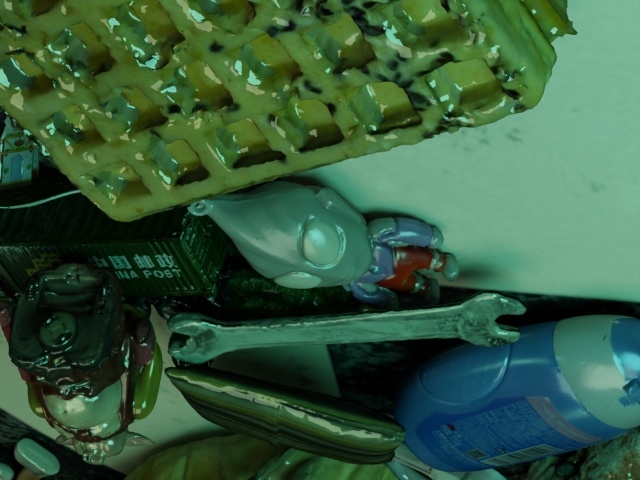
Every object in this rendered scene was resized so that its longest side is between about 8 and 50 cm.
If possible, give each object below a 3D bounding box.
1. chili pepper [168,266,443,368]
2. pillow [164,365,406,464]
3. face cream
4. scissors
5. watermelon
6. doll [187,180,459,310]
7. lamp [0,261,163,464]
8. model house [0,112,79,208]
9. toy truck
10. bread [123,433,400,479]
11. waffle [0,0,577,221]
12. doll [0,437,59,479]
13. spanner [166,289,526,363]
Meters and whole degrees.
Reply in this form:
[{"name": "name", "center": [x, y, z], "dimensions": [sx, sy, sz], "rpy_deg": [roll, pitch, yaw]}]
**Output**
[{"name": "chili pepper", "center": [-0.041, 0.069, 1.228], "dimensions": [0.279, 0.065, 0.122], "rpy_deg": [-10, 148, 34]}, {"name": "pillow", "center": [-0.029, 0.160, 1.261], "dimensions": [0.208, 0.052, 0.212], "rpy_deg": [14, 168, 4]}, {"name": "face cream", "center": [0.186, 0.128, 1.194], "dimensions": [0.264, 0.083, 0.149], "rpy_deg": [-23, 130, 41]}, {"name": "scissors", "center": [0.151, 0.234, 1.324], "dimensions": [0.242, 0.030, 0.118], "rpy_deg": [19, 150, 36]}, {"name": "watermelon", "center": [0.242, 0.263, 1.327], "dimensions": [0.094, 0.154, 0.241], "rpy_deg": [30, 127, -17]}, {"name": "doll", "center": [0.000, 0.000, 1.115], "dimensions": [0.227, 0.075, 0.102], "rpy_deg": [18, 129, -21]}, {"name": "lamp", "center": [-0.192, 0.120, 1.177], "dimensions": [0.118, 0.118, 0.253], "rpy_deg": [10, 147, 8]}, {"name": "model house", "center": [-0.263, -0.092, 1.085], "dimensions": [0.167, 0.117, 0.088], "rpy_deg": [19, 112, 34]}, {"name": "toy truck", "center": [-0.201, 0.009, 1.192], "dimensions": [0.259, 0.088, 0.121], "rpy_deg": [-2, 141, 22]}, {"name": "bread", "center": [-0.080, 0.328, 1.473], "dimensions": [0.388, 0.183, 0.236], "rpy_deg": [-22, 127, 42]}, {"name": "waffle", "center": [-0.060, -0.159, 0.904], "dimensions": [0.376, 0.114, 0.261], "rpy_deg": [-13, 131, 34]}, {"name": "doll", "center": [-0.351, 0.320, 1.657], "dimensions": [0.183, 0.085, 0.217], "rpy_deg": [36, 122, -27]}, {"name": "spanner", "center": [0.017, 0.071, 1.145], "dimensions": [0.302, 0.017, 0.071], "rpy_deg": [-4, 141, 10]}]
